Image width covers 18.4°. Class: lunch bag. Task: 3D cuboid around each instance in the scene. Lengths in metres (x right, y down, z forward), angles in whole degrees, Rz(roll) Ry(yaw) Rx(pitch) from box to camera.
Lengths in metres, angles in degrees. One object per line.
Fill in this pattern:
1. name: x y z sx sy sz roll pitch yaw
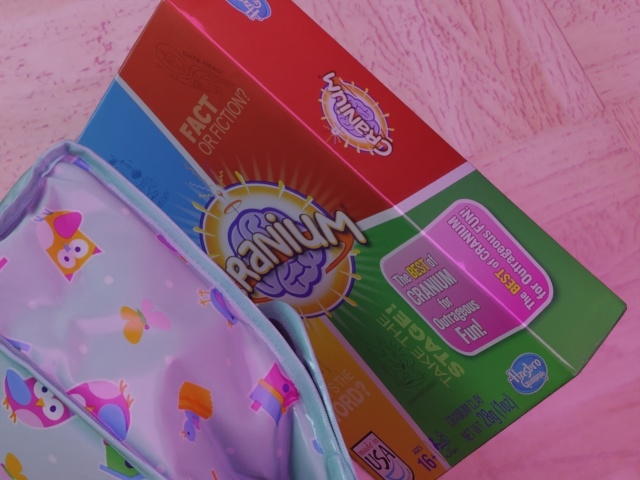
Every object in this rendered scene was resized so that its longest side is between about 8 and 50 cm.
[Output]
1. lunch bag: -0.117 0.107 1.114 0.262 0.223 0.160 39 50 -3

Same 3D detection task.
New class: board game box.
1. board game box: 0.000 0.000 1.214 0.316 0.242 0.064 42 56 0
